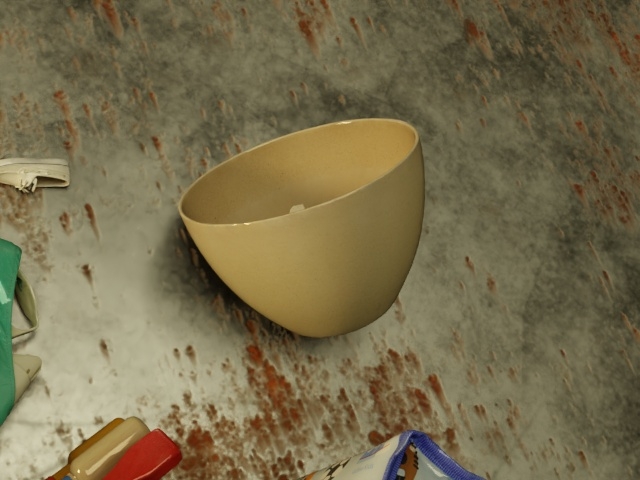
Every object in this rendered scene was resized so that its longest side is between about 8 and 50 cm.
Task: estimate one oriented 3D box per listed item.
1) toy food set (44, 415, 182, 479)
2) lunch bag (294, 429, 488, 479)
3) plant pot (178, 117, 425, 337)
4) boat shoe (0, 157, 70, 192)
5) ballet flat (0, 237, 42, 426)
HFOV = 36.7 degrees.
[{"bbox_3d":[-0.176,0.265,0.963,0.104,0.111,0.232,-37,59,-28],"label":"toy food set"},{"bbox_3d":[0.028,0.416,0.888,0.238,0.328,0.386,32,58,-6],"label":"lunch bag"},{"bbox_3d":[0.000,0.000,1.125,0.284,0.284,0.191,-30,115,-29],"label":"plant pot"},{"bbox_3d":[-0.345,-0.074,1.138,0.100,0.035,0.035,-3,65,-29],"label":"boat shoe"},{"bbox_3d":[-0.341,0.108,1.032,0.087,0.083,0.247,5,66,-34],"label":"ballet flat"}]
